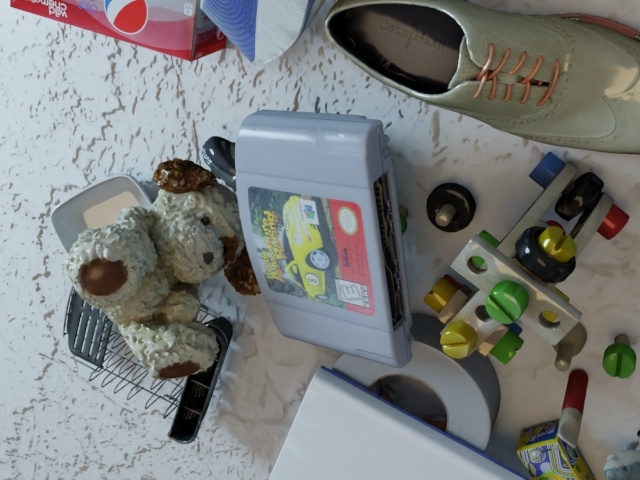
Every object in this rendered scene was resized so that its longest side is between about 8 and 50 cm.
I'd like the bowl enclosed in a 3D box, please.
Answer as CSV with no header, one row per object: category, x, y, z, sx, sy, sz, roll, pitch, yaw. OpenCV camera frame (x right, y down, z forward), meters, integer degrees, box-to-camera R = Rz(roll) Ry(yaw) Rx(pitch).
bowl,-0.289,-0.016,1.093,0.142,0.053,0.142,-26,102,8

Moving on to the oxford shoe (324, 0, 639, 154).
oxford shoe,0.188,-0.162,0.776,0.397,0.146,0.140,18,118,16

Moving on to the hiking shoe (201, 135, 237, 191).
hiking shoe,-0.032,-0.102,0.951,0.227,0.086,0.114,20,111,5

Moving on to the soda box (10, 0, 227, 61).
soda box,-0.245,-0.297,0.941,0.263,0.092,0.083,19,120,15

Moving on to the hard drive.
hard drive,0.103,0.321,1.009,0.319,0.040,0.210,27,121,10

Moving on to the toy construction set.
toy construction set,0.214,0.084,0.822,0.257,0.237,0.309,-26,100,31

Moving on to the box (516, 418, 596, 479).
box,0.318,0.316,0.988,0.059,0.054,0.169,-25,101,31

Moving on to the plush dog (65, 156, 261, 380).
plush dog,-0.194,0.015,1.005,0.210,0.225,0.262,42,164,49

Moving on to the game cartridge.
game cartridge,0.000,0.000,0.875,0.196,0.060,0.294,12,124,38

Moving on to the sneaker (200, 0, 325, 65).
sneaker,0.015,-0.318,0.787,0.127,0.182,0.315,50,142,1

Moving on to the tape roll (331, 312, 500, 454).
tape roll,0.121,0.207,1.016,0.219,0.072,0.219,10,117,20

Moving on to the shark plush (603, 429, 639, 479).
shark plush,0.412,0.307,0.932,0.161,0.067,0.073,41,120,-1

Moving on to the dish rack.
dish rack,-0.269,0.157,1.154,0.272,0.074,0.208,25,114,9
